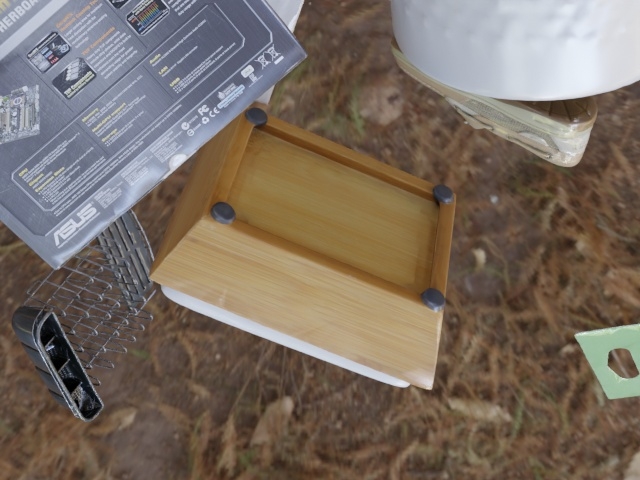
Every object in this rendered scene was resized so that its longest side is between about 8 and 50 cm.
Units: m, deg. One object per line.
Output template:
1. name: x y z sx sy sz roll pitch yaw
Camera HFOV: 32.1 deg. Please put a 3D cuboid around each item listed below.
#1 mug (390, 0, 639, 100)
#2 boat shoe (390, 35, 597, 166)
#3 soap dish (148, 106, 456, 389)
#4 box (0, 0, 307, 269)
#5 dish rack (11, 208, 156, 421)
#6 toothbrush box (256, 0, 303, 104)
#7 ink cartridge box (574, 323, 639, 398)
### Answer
1. mug: 0.145 -0.343 0.951 0.374 0.276 0.328 20 138 29
2. boat shoe: 0.246 -0.215 1.675 0.341 0.121 0.110 33 143 25
3. soap dish: 0.000 0.000 1.107 0.291 0.229 0.118 22 131 -7
4. box: -0.154 -0.120 0.731 0.231 0.056 0.183 -41 116 4
5. dish rack: -0.310 0.089 1.561 0.074 0.271 0.208 14 140 26
6. toothbrush box: -0.080 -0.308 1.225 0.126 0.295 0.216 16 116 -11
7. ink cartridge box: 0.395 0.132 1.126 0.235 0.056 0.171 -14 143 20
